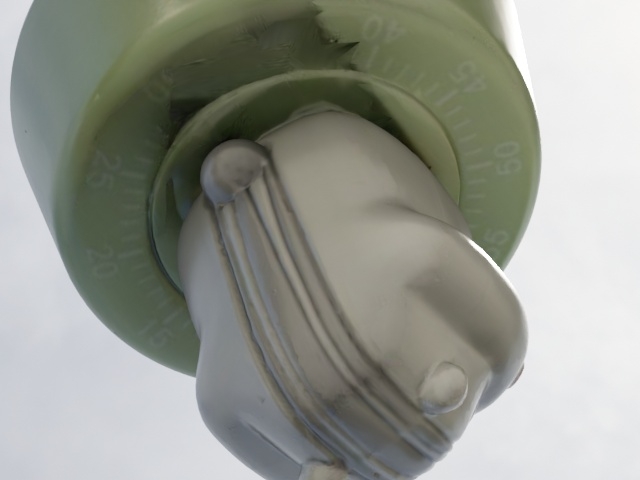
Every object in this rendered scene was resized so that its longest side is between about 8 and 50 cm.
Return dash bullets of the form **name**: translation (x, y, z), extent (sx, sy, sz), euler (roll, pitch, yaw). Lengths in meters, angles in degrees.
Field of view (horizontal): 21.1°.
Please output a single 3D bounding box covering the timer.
- **timer**: translation (0.000, 0.000, 0.856), extent (0.291, 0.290, 0.315), euler (10, -147, -21)
